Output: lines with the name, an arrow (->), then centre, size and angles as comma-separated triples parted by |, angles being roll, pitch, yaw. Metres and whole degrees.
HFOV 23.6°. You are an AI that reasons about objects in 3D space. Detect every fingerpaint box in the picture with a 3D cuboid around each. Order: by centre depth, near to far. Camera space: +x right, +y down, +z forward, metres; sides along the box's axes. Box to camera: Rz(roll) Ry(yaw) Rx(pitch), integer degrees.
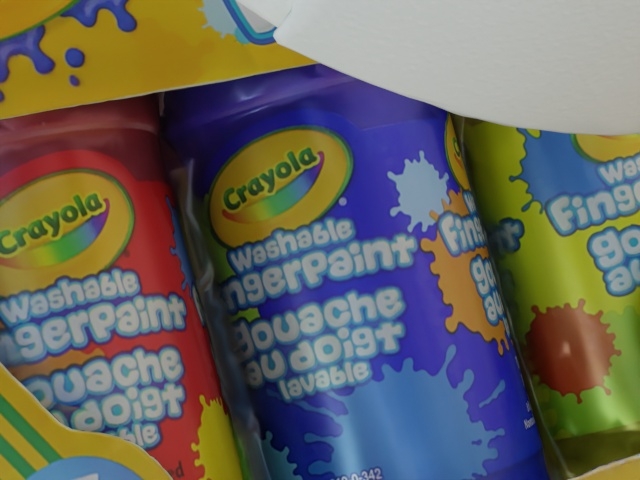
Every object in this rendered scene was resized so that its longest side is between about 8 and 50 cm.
fingerpaint box -> 0.000, 0.000, 0.700 | 0.163, 0.444, 0.371 | -23, 81, 61

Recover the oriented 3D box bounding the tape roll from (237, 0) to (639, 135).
tape roll -> 0.048, -0.169, 0.382 | 0.100, 0.286, 0.286 | -42, 44, 47
